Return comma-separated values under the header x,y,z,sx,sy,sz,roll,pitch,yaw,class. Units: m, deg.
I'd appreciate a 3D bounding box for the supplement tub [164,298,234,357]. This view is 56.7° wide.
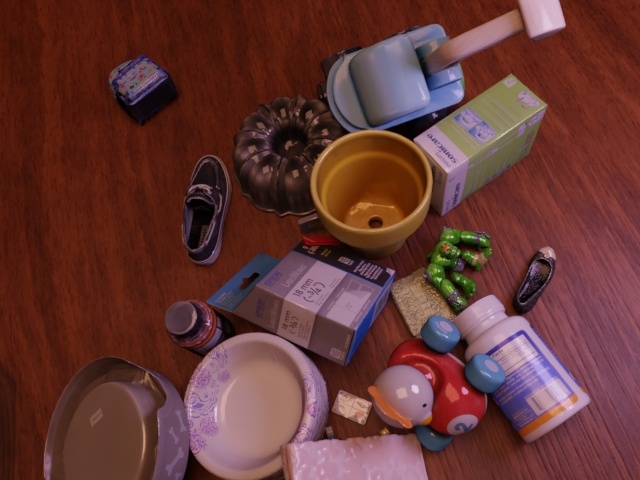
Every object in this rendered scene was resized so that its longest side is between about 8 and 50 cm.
x,y,z,sx,sy,sz,roll,pitch,yaw,class
-0.262,0.187,1.273,0.106,0.198,0.106,-4,68,10,supplement tub

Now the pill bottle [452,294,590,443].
x,y,z,sx,sy,sz,roll,pitch,yaw,class
0.388,0.249,1.190,0.152,0.152,0.272,-31,65,-7,pill bottle

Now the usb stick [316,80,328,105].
x,y,z,sx,sy,sz,roll,pitch,yaw,class
0.129,-0.423,1.592,0.278,0.045,0.077,-13,65,2,usb stick

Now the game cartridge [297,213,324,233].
x,y,z,sx,sy,sz,roll,pitch,yaw,class
-0.011,-0.044,1.430,0.083,0.056,0.017,-17,57,0,game cartridge

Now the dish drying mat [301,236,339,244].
x,y,z,sx,sy,sz,roll,pitch,yaw,class
0.000,0.000,1.341,0.083,0.008,0.032,-1,31,-22,dish drying mat

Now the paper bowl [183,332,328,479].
x,y,z,sx,sy,sz,roll,pitch,yaw,class
-0.120,0.340,1.199,0.284,0.148,0.284,-9,63,18,paper bowl

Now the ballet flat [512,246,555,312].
x,y,z,sx,sy,sz,roll,pitch,yaw,class
0.478,0.086,1.309,0.057,0.049,0.173,26,71,17,ballet flat

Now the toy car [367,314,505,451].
x,y,z,sx,sy,sz,roll,pitch,yaw,class
0.183,0.296,1.104,0.210,0.238,0.219,42,120,22,toy car

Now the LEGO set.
x,y,z,sx,sy,sz,roll,pitch,yaw,class
0.017,0.394,1.225,0.244,0.060,0.182,19,73,15,LEGO set

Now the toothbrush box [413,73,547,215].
x,y,z,sx,sy,sz,roll,pitch,yaw,class
0.359,-0.216,1.378,0.283,0.206,0.122,-36,67,-9,toothbrush box

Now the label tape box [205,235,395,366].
x,y,z,sx,sy,sz,roll,pitch,yaw,class
-0.040,0.099,1.279,0.334,0.106,0.240,22,34,15,label tape box

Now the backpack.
x,y,z,sx,sy,sz,roll,pitch,yaw,class
-0.509,-0.437,1.644,0.158,0.117,0.173,-41,64,-12,backpack

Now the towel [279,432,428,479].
x,y,z,sx,sy,sz,roll,pitch,yaw,class
0.082,0.512,1.053,0.332,0.053,0.317,11,57,-36,towel

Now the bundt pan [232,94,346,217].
x,y,z,sx,sy,sz,roll,pitch,yaw,class
-0.073,-0.229,1.487,0.331,0.124,0.330,-3,66,6,bundt pan

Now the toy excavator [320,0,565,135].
x,y,z,sx,sy,sz,roll,pitch,yaw,class
0.224,-0.356,1.227,0.433,0.445,0.222,-19,98,3,toy excavator

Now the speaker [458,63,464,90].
x,y,z,sx,sy,sz,roll,pitch,yaw,class
0.207,-0.377,1.513,0.297,0.131,0.131,-13,64,2,speaker

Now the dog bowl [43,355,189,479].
x,y,z,sx,sy,sz,roll,pitch,yaw,class
-0.402,0.409,1.177,0.349,0.102,0.348,-12,68,32,dog bowl

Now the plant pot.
x,y,z,sx,sy,sz,roll,pitch,yaw,class
0.117,-0.079,1.328,0.254,0.239,0.254,-3,66,6,plant pot

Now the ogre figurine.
x,y,z,sx,sy,sz,roll,pitch,yaw,class
0.302,0.052,1.329,0.118,0.097,0.197,27,86,-1,ogre figurine

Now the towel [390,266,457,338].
x,y,z,sx,sy,sz,roll,pitch,yaw,class
0.225,0.141,1.330,0.110,0.027,0.148,-26,66,-4,towel

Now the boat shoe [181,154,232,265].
x,y,z,sx,sy,sz,roll,pitch,yaw,class
-0.289,-0.093,1.462,0.108,0.102,0.301,1,66,8,boat shoe
